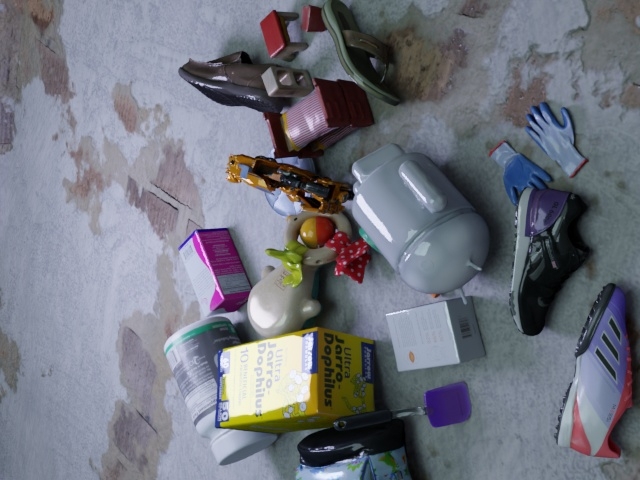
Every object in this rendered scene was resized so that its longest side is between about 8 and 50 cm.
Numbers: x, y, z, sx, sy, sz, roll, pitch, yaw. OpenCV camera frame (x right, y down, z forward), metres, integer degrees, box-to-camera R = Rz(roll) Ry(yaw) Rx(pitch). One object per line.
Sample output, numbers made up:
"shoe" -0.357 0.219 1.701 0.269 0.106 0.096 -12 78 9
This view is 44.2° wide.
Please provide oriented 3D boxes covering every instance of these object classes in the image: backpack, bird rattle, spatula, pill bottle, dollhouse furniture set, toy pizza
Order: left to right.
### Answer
"pill bottle" -0.267 0.405 2.130 0.204 0.204 0.361 -46 63 39
"toy pizza" -0.074 -0.154 1.984 0.201 0.032 0.201 5 97 46
"dollhouse furniture set" -0.043 -0.393 1.833 0.201 0.152 0.373 -28 74 45
"bird rattle" 0.000 0.000 1.827 0.254 0.143 0.206 -15 50 14
"backpack" 0.090 0.613 1.772 0.290 0.273 0.355 -18 93 40
"spatula" 0.171 0.369 1.674 0.297 0.030 0.084 -13 88 13

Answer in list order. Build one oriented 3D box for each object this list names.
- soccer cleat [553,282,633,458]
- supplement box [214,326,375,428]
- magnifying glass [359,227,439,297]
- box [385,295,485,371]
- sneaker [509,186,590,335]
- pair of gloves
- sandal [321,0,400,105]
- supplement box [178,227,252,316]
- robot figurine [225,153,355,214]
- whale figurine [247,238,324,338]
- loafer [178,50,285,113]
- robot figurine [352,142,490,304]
"soccer cleat" 0.503 0.231 1.384 0.117 0.109 0.318 16 105 23
"supplement box" -0.065 0.340 1.863 0.357 0.195 0.194 -19 63 41
"magnifying glass" 0.173 0.042 1.718 0.231 0.092 0.026 42 109 22
"box" 0.239 0.196 1.652 0.171 0.091 0.130 -18 82 46
"sneaker" 0.421 0.048 1.436 0.124 0.107 0.283 8 108 31
"pair of gloves" 0.408 -0.159 1.481 0.198 0.023 0.159 -51 60 38
"sandal" 0.093 -0.423 1.721 0.086 0.120 0.302 -35 68 28
"supplement box" -0.290 0.086 2.183 0.111 0.114 0.219 -40 65 41
"robot figurine" -0.064 -0.129 1.820 0.291 0.211 0.085 22 100 27
"whale figurine" -0.059 0.126 1.954 0.216 0.141 0.272 33 93 39
"loafer" -0.217 -0.424 2.056 0.366 0.134 0.130 21 83 34
"robot figurine" 0.201 -0.036 1.583 0.353 0.200 0.300 54 169 27
